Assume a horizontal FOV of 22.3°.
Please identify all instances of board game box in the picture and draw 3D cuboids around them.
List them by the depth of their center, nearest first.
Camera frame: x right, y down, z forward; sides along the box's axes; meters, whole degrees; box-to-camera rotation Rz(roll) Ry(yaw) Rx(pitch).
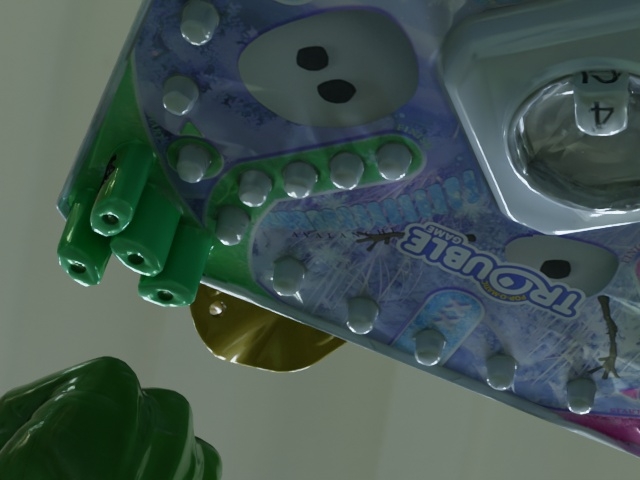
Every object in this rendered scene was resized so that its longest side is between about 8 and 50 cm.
[{"bbox_3d":[0.117,-0.041,0.668,0.390,0.050,0.390,22,-44,-10],"label":"board game box"}]

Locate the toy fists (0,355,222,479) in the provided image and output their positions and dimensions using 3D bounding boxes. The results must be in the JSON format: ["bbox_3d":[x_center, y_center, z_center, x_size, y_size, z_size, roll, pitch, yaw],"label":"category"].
[{"bbox_3d":[-0.086,0.179,0.684,0.096,0.142,0.279,3,-57,21],"label":"toy fists"}]

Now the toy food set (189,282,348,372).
[{"bbox_3d":[0.000,0.000,1.137,0.218,0.071,0.128,-32,-66,-9],"label":"toy food set"}]
